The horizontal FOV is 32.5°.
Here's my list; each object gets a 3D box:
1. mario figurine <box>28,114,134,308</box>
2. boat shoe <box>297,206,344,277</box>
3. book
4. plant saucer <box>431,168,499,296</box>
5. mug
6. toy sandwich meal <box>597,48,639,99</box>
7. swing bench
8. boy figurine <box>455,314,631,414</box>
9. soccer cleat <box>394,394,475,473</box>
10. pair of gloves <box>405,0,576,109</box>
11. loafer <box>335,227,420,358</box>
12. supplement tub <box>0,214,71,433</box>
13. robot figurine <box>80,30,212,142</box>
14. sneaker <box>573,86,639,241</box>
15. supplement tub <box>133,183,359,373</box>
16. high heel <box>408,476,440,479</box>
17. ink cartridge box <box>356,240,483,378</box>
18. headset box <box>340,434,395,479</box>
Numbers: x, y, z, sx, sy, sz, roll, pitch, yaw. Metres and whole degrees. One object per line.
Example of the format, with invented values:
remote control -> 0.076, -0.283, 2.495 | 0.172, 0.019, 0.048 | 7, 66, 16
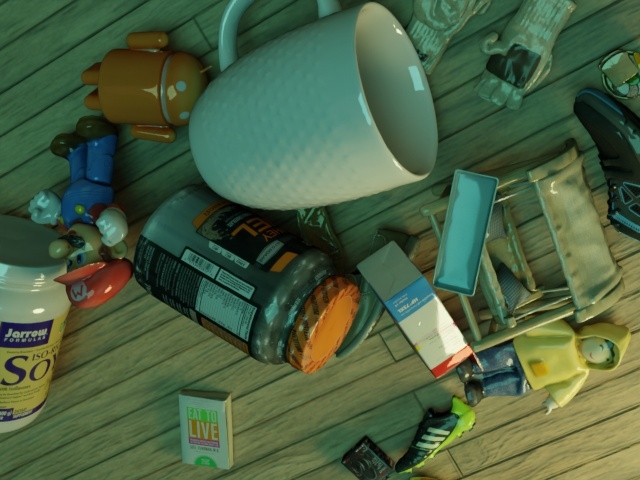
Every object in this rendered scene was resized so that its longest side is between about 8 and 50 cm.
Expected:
mario figurine -> -0.400, -0.045, 1.805 | 0.170, 0.198, 0.320 | -5, 69, -10
boat shoe -> 0.000, 0.000, 1.867 | 0.063, 0.059, 0.170 | -14, 103, -2
book -> -0.213, 0.350, 2.043 | 0.096, 0.035, 0.144 | 4, 110, 15
plant saucer -> 0.219, -0.012, 1.663 | 0.067, 0.018, 0.192 | 14, 109, 12
mug -> -0.036, -0.231, 1.700 | 0.328, 0.276, 0.374 | -15, 88, 27
toy sandwich meal -> 0.471, -0.256, 1.695 | 0.086, 0.029, 0.085 | 4, 108, 11
swing bench -> 0.325, 0.006, 1.740 | 0.255, 0.165, 0.253 | -18, 101, 18
boy figurine -> 0.378, 0.206, 1.835 | 0.285, 0.092, 0.177 | -13, 102, 19
soccer cleat -> 0.193, 0.343, 1.940 | 0.179, 0.060, 0.072 | -41, 86, 14
pair of gloves -> 0.255, -0.330, 1.713 | 0.240, 0.042, 0.204 | 25, 116, 9
loafer -> 0.078, 0.085, 1.867 | 0.087, 0.094, 0.251 | 31, 102, 7
supplement tub -> -0.573, 0.144, 1.940 | 0.241, 0.241, 0.331 | 21, 111, 5
robot figurine -> -0.279, -0.253, 1.808 | 0.219, 0.128, 0.158 | 4, 77, 11
sneaker -> 0.485, -0.082, 1.698 | 0.140, 0.125, 0.341 | -37, 96, 23
supplement tub -> -0.119, 0.065, 1.791 | 0.338, 0.207, 0.207 | 29, 112, 20
high heel -> 0.246, 0.514, 1.968 | 0.244, 0.082, 0.117 | 26, 102, -11
ink cartridge box -> 0.162, 0.126, 1.770 | 0.078, 0.134, 0.231 | -35, 121, -1
headset box -> 0.089, 0.405, 1.992 | 0.083, 0.032, 0.062 | 44, 111, -2
